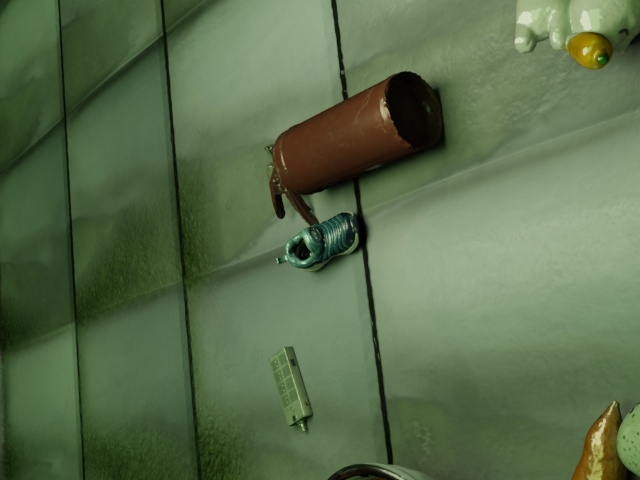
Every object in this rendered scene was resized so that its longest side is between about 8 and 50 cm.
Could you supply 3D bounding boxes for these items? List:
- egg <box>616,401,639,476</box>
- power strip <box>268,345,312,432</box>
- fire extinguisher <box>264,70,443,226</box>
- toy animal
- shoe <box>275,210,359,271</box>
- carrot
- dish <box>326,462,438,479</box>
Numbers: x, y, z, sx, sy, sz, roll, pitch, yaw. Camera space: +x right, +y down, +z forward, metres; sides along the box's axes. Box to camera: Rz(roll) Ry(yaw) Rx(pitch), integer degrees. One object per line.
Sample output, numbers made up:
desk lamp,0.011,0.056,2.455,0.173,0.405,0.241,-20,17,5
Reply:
egg,0.329,0.188,0.781,0.110,0.085,0.085,-49,52,43
power strip,-0.045,0.231,1.281,0.051,0.019,0.136,-38,59,40
fire extinguisher,0.024,-0.112,1.167,0.337,0.106,0.147,-19,98,49
toy animal,0.287,-0.245,0.838,0.182,0.131,0.127,2,111,41
shoe,0.000,0.000,1.202,0.143,0.071,0.064,-30,66,40
carrot,0.279,0.262,0.850,0.072,0.072,0.205,15,99,50
dish,0.116,0.393,0.991,0.303,0.120,0.303,5,97,48
